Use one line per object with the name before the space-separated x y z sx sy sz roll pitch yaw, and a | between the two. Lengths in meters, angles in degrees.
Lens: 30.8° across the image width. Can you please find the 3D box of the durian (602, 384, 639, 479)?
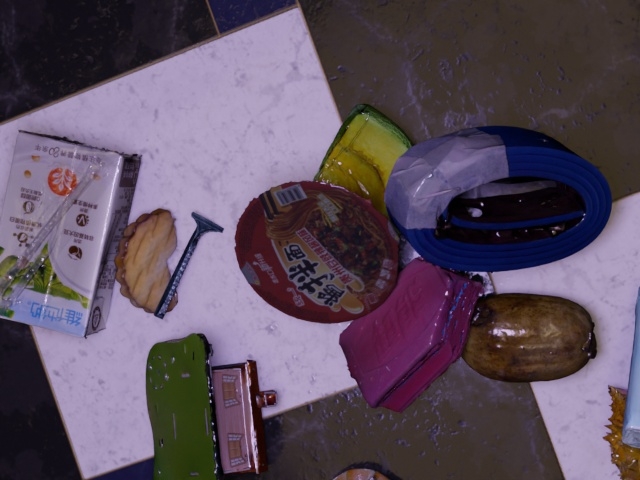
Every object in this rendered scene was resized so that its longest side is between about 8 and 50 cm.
durian | 0.614 0.351 1.851 0.341 0.112 0.191 11 90 7

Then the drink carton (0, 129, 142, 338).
drink carton | -0.442 -0.015 2.000 0.194 0.132 0.325 13 94 8

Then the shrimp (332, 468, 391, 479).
shrimp | 0.133 0.502 1.960 0.296 0.058 0.169 27 104 9

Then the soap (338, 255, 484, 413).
soap | 0.154 0.139 1.873 0.250 0.099 0.162 -48 44 23

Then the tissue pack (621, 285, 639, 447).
tissue pack | 0.571 0.205 1.814 0.177 0.089 0.263 10 60 9

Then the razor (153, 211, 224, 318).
razor | -0.238 0.048 2.009 0.066 0.033 0.190 28 84 -22

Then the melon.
melon | 0.084 -0.104 1.921 0.169 0.129 0.265 27 123 -6

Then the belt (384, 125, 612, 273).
belt | 0.281 -0.065 1.824 0.346 0.117 0.213 -3 115 -16

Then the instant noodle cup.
instant noodle cup | 0.000 0.000 1.876 0.273 0.091 0.274 6 124 9

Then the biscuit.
biscuit | -0.307 0.035 2.010 0.061 0.118 0.183 10 98 51

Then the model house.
model house | -0.179 0.309 1.978 0.207 0.154 0.294 -17 76 51

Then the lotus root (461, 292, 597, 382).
lotus root | 0.317 0.159 1.888 0.260 0.128 0.145 0 100 10
